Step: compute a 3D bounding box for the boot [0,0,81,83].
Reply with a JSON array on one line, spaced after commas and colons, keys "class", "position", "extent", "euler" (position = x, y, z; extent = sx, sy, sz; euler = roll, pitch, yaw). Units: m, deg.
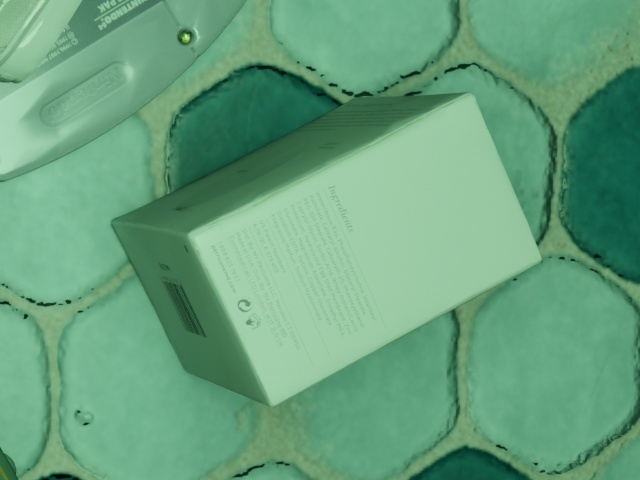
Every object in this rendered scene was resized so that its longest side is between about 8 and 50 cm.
[{"class": "boot", "position": [-0.192, -0.243, 1.363], "extent": [0.123, 0.095, 0.258], "euler": [34, 83, -25]}]

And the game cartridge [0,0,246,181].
[{"class": "game cartridge", "position": [-0.208, -0.161, 1.443], "extent": [0.294, 0.060, 0.196], "euler": [-33, 100, -14]}]

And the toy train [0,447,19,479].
[{"class": "toy train", "position": [-0.278, 0.214, 1.380], "extent": [0.190, 0.142, 0.334], "euler": [-40, 111, -37]}]

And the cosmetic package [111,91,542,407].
[{"class": "cosmetic package", "position": [0.000, 0.000, 1.434], "extent": [0.225, 0.224, 0.138], "euler": [-29, 102, -15]}]
